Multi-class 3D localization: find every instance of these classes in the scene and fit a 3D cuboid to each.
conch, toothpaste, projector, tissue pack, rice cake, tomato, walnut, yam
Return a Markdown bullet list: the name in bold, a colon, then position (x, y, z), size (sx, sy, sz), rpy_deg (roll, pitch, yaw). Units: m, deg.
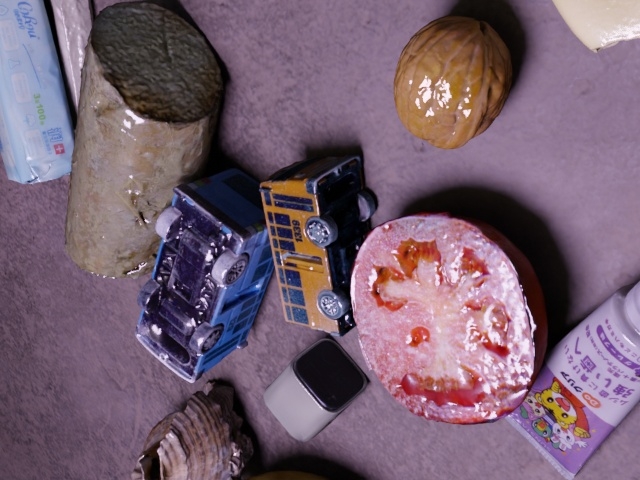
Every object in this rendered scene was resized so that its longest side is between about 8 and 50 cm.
- **conch**: position (-0.181, 0.282, 1.203), size (0.163, 0.245, 0.178), rpy_deg (8, 91, 13)
- **toothpaste**: position (0.256, 0.123, 0.823), size (0.114, 0.073, 0.299), rpy_deg (43, 141, 16)
- **projector**: position (-0.007, 0.179, 1.063), size (0.083, 0.083, 0.082), rpy_deg (48, 135, 10)
- **tissue pack**: position (-0.386, -0.210, 1.148), size (0.177, 0.089, 0.263), rpy_deg (13, 114, 61)
- **rice cake**: position (-0.308, -0.208, 1.145), size (0.057, 0.052, 0.256), rpy_deg (19, 123, 37)
- **tomato**: position (0.134, 0.068, 0.878), size (0.225, 0.085, 0.225), rpy_deg (18, 116, 41)
- **walnut**: position (0.114, -0.137, 0.783), size (0.105, 0.105, 0.124), rpy_deg (40, 136, 19)
- **yam**: position (-0.211, -0.106, 1.037), size (0.168, 0.168, 0.304), rpy_deg (39, 133, 19)

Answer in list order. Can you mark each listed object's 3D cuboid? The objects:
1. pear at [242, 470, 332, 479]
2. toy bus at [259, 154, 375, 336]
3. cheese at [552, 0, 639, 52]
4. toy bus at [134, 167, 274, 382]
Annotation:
- **pear**: position (-0.053, 0.466, 1.098), size (0.348, 0.348, 0.348), rpy_deg (20, 124, 33)
- **toy bus**: position (0.000, 0.000, 0.959), size (0.103, 0.091, 0.182), rpy_deg (10, 120, 37)
- **cheese**: position (0.192, -0.250, 0.687), size (0.255, 0.050, 0.127), rpy_deg (48, 136, 13)
- **toy bus**: position (-0.129, 0.042, 1.063), size (0.116, 0.133, 0.234), rpy_deg (35, 126, 19)
